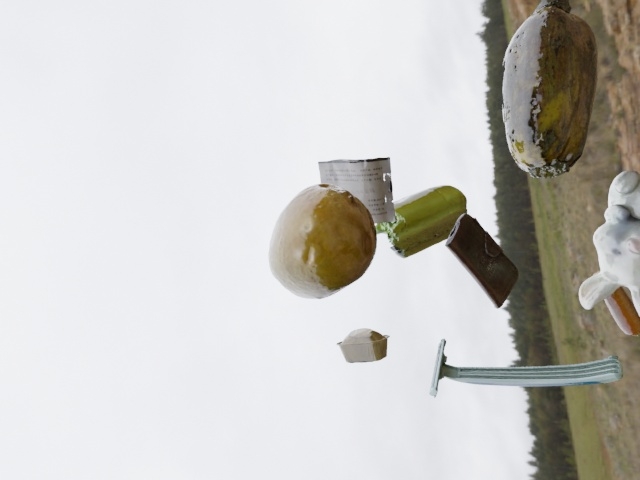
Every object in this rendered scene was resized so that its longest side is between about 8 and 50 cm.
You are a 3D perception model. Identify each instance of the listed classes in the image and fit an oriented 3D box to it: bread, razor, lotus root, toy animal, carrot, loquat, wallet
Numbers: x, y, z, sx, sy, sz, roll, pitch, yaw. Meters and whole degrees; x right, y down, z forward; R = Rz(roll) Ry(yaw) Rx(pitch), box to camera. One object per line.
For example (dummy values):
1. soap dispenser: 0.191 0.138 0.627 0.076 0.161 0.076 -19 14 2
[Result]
1. bread: 0.411 -0.090 1.879 0.251 0.376 0.208 86 160 -52
2. razor: 0.212 0.141 0.493 0.037 0.191 0.068 51 -136 -33
3. lotus root: 0.507 -0.338 1.024 0.195 0.179 0.398 8 -95 -39
4. toy animal: 0.807 0.019 1.181 0.241 0.196 0.368 39 -111 -55
5. carrot: 0.883 0.188 1.361 0.225 0.067 0.067 54 -141 -8
6. loquat: 0.000 0.000 1.165 0.276 0.284 0.276 41 -156 -23
7. wallet: 0.427 0.048 1.210 0.255 0.031 0.137 46 -114 -19

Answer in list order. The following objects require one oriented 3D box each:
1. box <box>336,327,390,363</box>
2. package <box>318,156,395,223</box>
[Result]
1. box: 0.140 0.338 1.499 0.111 0.177 0.111 21 -116 -49
2. package: 0.106 -0.155 1.442 0.062 0.250 0.204 -29 -64 -56
